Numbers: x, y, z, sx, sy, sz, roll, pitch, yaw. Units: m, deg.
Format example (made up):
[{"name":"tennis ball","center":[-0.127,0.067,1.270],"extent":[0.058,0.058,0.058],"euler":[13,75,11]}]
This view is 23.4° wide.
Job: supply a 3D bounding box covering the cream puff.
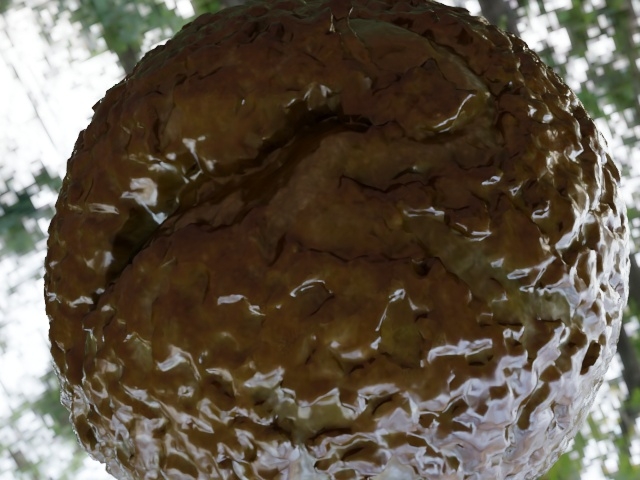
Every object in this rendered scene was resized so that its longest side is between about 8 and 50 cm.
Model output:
[{"name":"cream puff","center":[0.000,0.000,0.726],"extent":[0.303,0.212,0.303],"euler":[-11,-129,14]}]
